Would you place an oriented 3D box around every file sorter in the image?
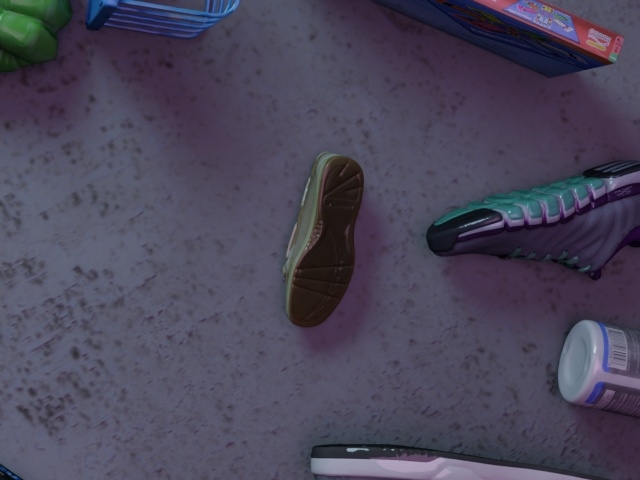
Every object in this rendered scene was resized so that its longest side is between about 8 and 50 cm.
[{"bbox_3d":[-0.123,-0.228,1.066,0.104,0.170,0.118,6,91,-14],"label":"file sorter"}]

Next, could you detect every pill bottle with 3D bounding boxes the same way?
[{"bbox_3d":[0.292,0.122,1.211,0.137,0.078,0.078,13,90,-12],"label":"pill bottle"}]

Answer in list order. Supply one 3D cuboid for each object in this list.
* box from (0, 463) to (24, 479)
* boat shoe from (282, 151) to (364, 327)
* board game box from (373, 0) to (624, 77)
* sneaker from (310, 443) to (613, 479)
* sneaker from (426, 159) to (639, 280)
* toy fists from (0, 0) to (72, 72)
[{"bbox_3d":[-0.325,0.254,1.108,0.220,0.051,0.175,38,85,-11],"label":"box"},{"bbox_3d":[-0.002,-0.001,1.169,0.056,0.048,0.153,7,98,-24],"label":"boat shoe"},{"bbox_3d":[0.100,-0.206,1.123,0.281,0.145,0.027,21,89,-12],"label":"board game box"},{"bbox_3d":[0.123,0.276,1.168,0.295,0.124,0.178,11,81,-13],"label":"sneaker"},{"bbox_3d":[0.207,0.000,1.189,0.223,0.083,0.098,-16,100,-11],"label":"sneaker"},{"bbox_3d":[-0.276,-0.274,1.071,0.142,0.096,0.279,-10,93,-12],"label":"toy fists"}]
